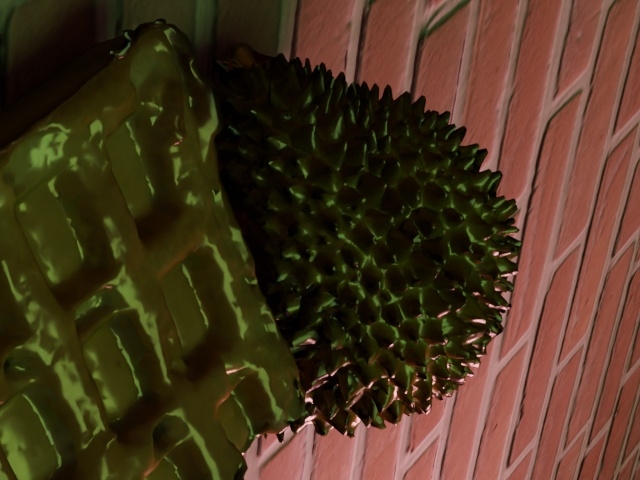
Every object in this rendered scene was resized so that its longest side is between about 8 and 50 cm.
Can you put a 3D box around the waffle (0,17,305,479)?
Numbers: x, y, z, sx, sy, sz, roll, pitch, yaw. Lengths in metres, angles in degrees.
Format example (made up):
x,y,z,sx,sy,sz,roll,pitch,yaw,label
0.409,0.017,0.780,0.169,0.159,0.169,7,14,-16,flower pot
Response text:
x,y,z,sx,sy,sz,roll,pitch,yaw,label
-0.158,0.071,1.071,0.348,0.077,0.304,-41,121,-41,waffle

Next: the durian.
x,y,z,sx,sy,sz,roll,pitch,yaw,label
0.006,0.007,1.292,0.258,0.258,0.293,-41,144,-42,durian
